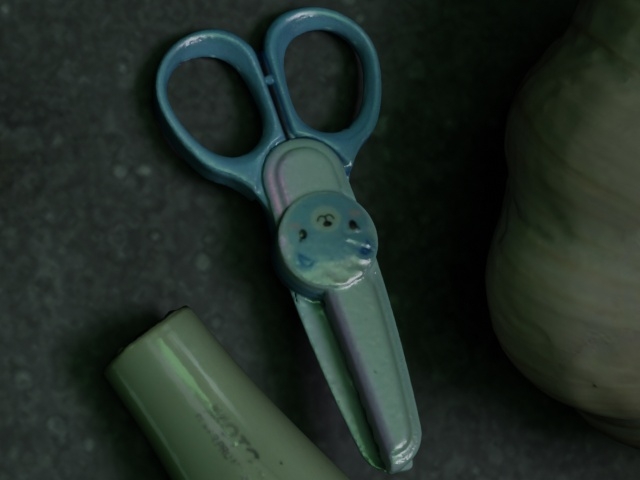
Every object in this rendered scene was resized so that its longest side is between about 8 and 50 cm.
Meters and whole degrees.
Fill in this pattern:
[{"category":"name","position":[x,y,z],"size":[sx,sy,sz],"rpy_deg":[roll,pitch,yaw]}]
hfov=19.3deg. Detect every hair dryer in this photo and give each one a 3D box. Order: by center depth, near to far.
[{"category":"hair dryer","position":[-0.067,0.186,0.956],"size":[0.298,0.119,0.296],"rpy_deg":[-16,85,-6]}]

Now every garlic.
[{"category":"garlic","position":[0.233,-0.026,0.982],"size":[0.322,0.241,0.322],"rpy_deg":[-1,125,-2]}]

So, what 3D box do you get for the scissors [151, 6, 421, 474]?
[{"category":"scissors","position":[0.000,0.000,0.986],"size":[0.125,0.030,0.256],"rpy_deg":[-14,75,-17]}]
